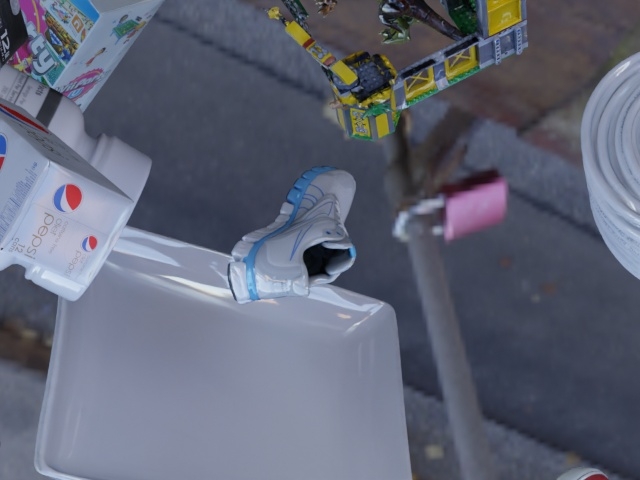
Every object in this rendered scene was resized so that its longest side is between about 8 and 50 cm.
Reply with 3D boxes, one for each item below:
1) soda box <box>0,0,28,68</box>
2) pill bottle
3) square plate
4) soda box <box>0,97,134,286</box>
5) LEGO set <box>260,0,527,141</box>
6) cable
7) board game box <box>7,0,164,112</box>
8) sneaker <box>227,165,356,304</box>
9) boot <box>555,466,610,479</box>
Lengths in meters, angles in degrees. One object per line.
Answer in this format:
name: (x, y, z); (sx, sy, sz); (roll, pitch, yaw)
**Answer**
soda box: (-0.187, -0.160, 0.812); (0.060, 0.053, 0.169); (-9, 111, 9)
pill bottle: (-0.292, -0.073, 1.420); (0.283, 0.161, 0.161); (29, 128, -12)
square plate: (-0.085, 0.138, 1.618); (0.347, 0.344, 0.049); (17, 126, -15)
soda box: (-0.214, -0.046, 1.225); (0.074, 0.216, 0.069); (26, 96, -36)
LEGO set: (0.053, -0.282, 1.693); (0.254, 0.331, 0.192); (-19, 149, -3)
cable: (0.343, -0.063, 1.443); (0.257, 0.257, 0.089); (-29, 144, -11)
board game box: (-0.307, -0.230, 1.768); (0.224, 0.097, 0.303); (54, 134, 11)
sneaker: (0.000, 0.000, 1.493); (0.082, 0.191, 0.071); (6, 124, 25)
boot: (0.243, 0.337, 1.609); (0.176, 0.244, 0.088); (19, 167, 48)
